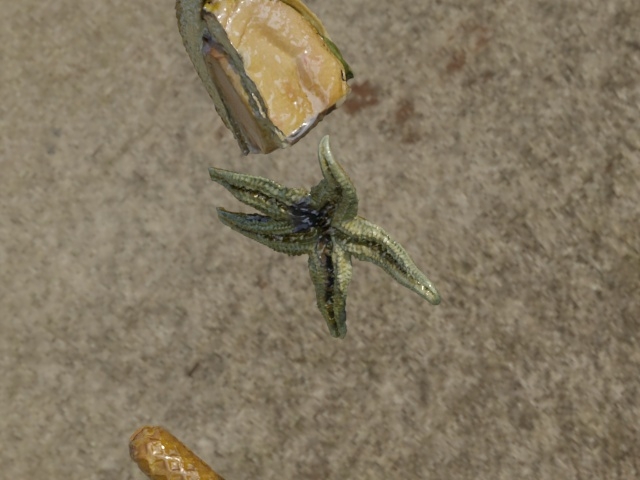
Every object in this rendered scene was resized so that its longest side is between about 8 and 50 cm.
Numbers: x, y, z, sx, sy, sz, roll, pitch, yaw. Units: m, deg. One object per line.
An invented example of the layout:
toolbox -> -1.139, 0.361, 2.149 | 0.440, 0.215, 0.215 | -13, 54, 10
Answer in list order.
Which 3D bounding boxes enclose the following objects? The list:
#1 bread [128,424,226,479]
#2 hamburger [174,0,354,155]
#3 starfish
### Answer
bread -> -0.115, 0.231, 1.025 | 0.044, 0.157, 0.052 | -49, 2, -1
hamburger -> -0.072, -0.215, 1.219 | 0.155, 0.207, 0.135 | -47, 23, -25
starfish -> 0.002, -0.001, 0.840 | 0.223, 0.217, 0.050 | 29, 47, 31
